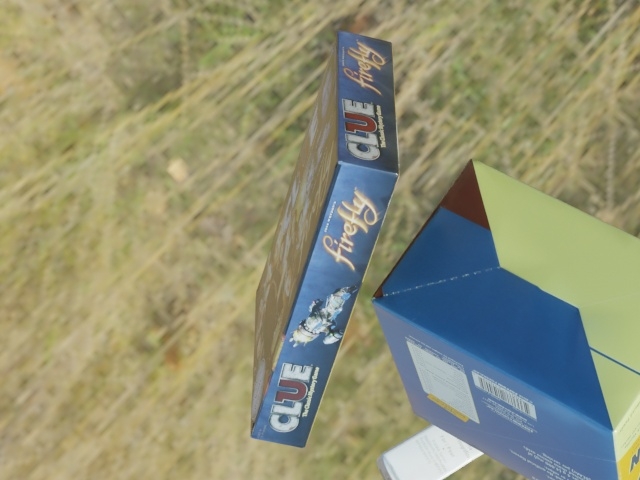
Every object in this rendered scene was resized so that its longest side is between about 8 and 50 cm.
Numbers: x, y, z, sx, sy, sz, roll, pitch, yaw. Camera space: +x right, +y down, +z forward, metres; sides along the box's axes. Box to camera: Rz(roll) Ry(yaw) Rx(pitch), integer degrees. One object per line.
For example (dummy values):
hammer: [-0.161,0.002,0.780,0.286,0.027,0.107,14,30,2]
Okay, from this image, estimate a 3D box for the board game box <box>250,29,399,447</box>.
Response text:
board game box: [0.000,0.000,1.198,0.042,0.165,0.243,12,126,-8]

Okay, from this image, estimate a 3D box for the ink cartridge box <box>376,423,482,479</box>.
ink cartridge box: [0.165,0.175,1.682,0.066,0.232,0.189,63,176,8]

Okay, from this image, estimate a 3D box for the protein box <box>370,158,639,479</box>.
protein box: [0.168,0.080,1.254,0.200,0.136,0.201,28,161,25]
